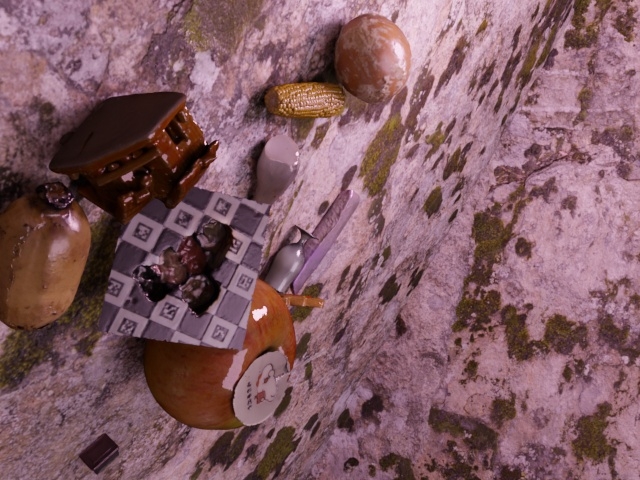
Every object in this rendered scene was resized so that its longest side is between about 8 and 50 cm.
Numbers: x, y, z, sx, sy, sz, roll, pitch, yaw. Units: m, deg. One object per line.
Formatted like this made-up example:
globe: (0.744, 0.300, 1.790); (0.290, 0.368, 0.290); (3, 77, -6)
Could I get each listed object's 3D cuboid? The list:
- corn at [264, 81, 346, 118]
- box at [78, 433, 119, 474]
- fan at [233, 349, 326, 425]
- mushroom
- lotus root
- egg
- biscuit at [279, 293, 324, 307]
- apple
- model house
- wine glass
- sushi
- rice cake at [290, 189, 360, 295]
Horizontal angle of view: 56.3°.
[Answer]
corn: (-0.034, -0.346, 1.473); (0.260, 0.091, 0.091); (-15, 114, -50)
box: (-0.576, 0.563, 1.566); (0.085, 0.060, 0.063); (-41, 158, -33)
fan: (-0.094, 0.334, 1.477); (0.329, 0.009, 0.190); (-24, 123, -44)
mushroom: (-0.124, -0.160, 1.536); (0.116, 0.093, 0.225); (-5, 136, -34)
lotus root: (-0.481, 0.025, 1.017); (0.284, 0.146, 0.160); (-63, 176, 27)
egg: (0.133, -0.461, 1.515); (0.203, 0.203, 0.245); (-54, 151, -10)
biscuit: (-0.110, 0.185, 1.864); (0.239, 0.212, 0.041); (13, 81, -50)
apple: (-0.260, 0.280, 1.526); (0.400, 0.334, 0.399); (-24, 120, -50)
model house: (-0.309, -0.131, 1.070); (0.199, 0.220, 0.229); (-65, 147, -22)
wine glass: (-0.092, 0.059, 1.831); (0.202, 0.093, 0.093); (-60, 155, 1)
sushi: (-0.293, 0.052, 1.295); (0.320, 0.069, 0.339); (12, 90, -30)
rice cake: (0.000, -0.001, 1.967); (0.398, 0.064, 0.070); (-56, 146, -5)
